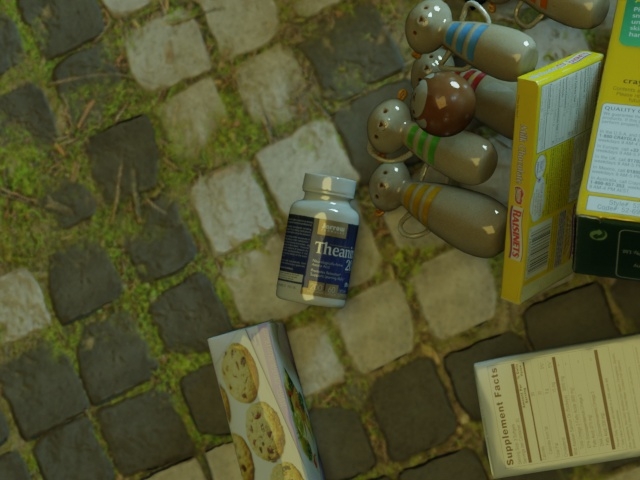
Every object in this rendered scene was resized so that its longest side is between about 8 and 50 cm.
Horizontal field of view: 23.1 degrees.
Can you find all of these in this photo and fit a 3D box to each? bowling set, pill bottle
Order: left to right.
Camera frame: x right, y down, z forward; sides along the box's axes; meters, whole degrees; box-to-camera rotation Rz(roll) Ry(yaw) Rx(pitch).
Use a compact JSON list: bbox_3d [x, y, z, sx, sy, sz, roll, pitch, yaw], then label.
[{"bbox_3d":[0.000,0.000,1.457,0.067,0.067,0.120,10,90,13],"label":"pill bottle"},{"bbox_3d":[0.109,-0.140,1.356,0.154,0.200,0.287,26,95,33],"label":"bowling set"}]

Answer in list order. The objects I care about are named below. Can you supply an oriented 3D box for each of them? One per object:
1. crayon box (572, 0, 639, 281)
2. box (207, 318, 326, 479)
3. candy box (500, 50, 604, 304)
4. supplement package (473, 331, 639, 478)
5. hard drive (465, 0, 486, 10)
[{"bbox_3d":[0.338,-0.105,1.321,0.203,0.083,0.323,8,53,13],"label":"crayon box"},{"bbox_3d":[-0.030,0.236,1.457,0.067,0.063,0.324,-15,85,13],"label":"box"},{"bbox_3d":[0.200,-0.054,1.356,0.027,0.105,0.206,19,120,34],"label":"candy box"},{"bbox_3d":[0.235,0.142,1.380,0.179,0.105,0.105,-11,86,13],"label":"supplement package"},{"bbox_3d":[0.170,-0.290,1.452,0.135,0.022,0.094,-33,82,9],"label":"hard drive"}]
